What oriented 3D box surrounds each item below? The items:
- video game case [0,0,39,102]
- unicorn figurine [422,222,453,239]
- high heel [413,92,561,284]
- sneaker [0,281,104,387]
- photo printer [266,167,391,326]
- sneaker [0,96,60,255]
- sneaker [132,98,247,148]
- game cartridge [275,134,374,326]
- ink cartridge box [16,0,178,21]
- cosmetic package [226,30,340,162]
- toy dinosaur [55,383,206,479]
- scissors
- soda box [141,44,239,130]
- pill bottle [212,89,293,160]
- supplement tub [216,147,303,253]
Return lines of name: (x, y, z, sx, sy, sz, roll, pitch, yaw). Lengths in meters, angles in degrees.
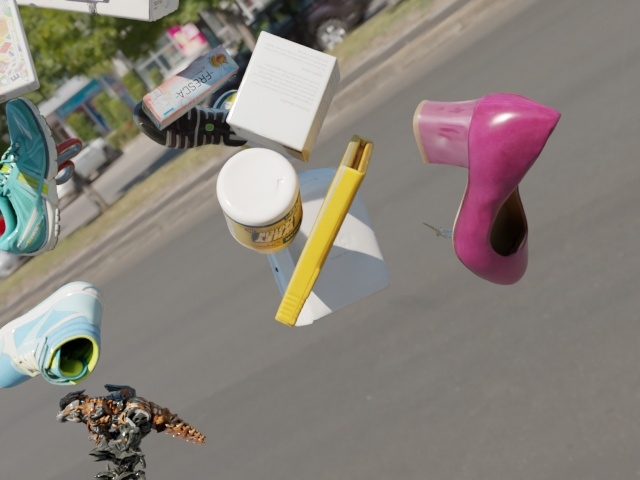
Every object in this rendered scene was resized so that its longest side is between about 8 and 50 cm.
video game case: (-0.559, -0.285, 1.505, 0.206, 0.227, 0.026, -22, -31, -3)
unicorn figurine: (0.306, -0.026, 1.997, 0.162, 0.060, 0.111, -16, 7, -2)
high heel: (0.260, -0.044, 1.259, 0.181, 0.377, 0.127, 8, 63, 34)
sneaker: (-0.569, 0.242, 1.961, 0.319, 0.127, 0.208, -41, 36, 17)
photo printer: (0.000, 0.000, 2.082, 0.256, 0.307, 0.107, -21, 4, -35)
sneaker: (-0.514, -0.110, 1.655, 0.110, 0.275, 0.107, -6, 3, -37)
sneaker: (-0.300, -0.247, 2.039, 0.281, 0.106, 0.162, 6, 5, -42)
game cartridge: (0.010, -0.020, 1.792, 0.285, 0.053, 0.323, -69, 1, -71)
ink cartridge box: (-0.377, -0.449, 1.654, 0.237, 0.100, 0.172, 8, 22, 5)
cosmetic package: (-0.065, -0.263, 1.795, 0.151, 0.151, 0.183, 47, -115, -84)
toy dinosaur: (-0.427, 0.413, 2.135, 0.322, 0.164, 0.218, -6, 45, 17)
scissors: (-0.563, -0.108, 1.842, 0.297, 0.021, 0.109, -42, -18, -48)
soda box: (-0.240, -0.281, 1.773, 0.183, 0.058, 0.063, -38, 0, -18)
pill bottle: (-0.140, -0.258, 2.183, 0.208, 0.119, 0.119, 28, 61, 37)
supplement tub: (-0.105, -0.065, 1.744, 0.144, 0.144, 0.199, -41, -17, -11)
